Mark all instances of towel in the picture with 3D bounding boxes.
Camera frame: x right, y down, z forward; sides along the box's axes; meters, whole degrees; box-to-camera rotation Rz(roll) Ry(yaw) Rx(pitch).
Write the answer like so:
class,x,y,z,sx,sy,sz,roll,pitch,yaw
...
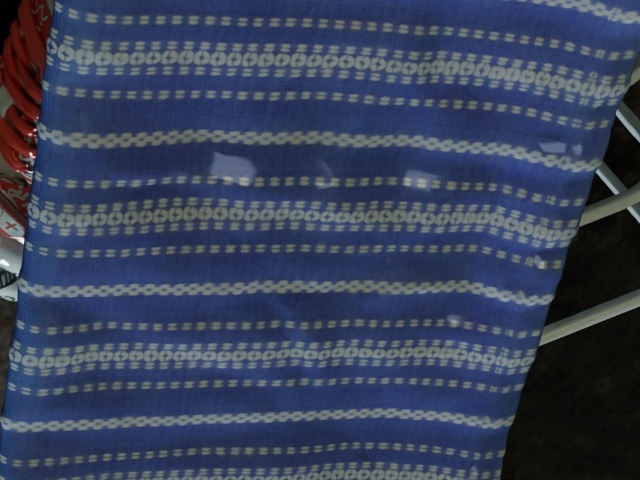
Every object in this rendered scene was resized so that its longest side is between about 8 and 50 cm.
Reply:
class,x,y,z,sx,sy,sz,roll,pitch,yaw
towel,0.000,0.000,0.702,0.243,0.040,0.336,1,124,-19

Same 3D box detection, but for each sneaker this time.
class,x,y,z,sx,sy,sz,roll,pitch,yaw
sneaker,-0.120,-0.051,0.751,0.145,0.090,0.270,-19,158,-4

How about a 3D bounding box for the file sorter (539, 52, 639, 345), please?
class,x,y,z,sx,sy,sz,roll,pitch,yaw
file sorter,0.049,-0.091,0.791,0.193,0.173,0.277,-21,129,-7
